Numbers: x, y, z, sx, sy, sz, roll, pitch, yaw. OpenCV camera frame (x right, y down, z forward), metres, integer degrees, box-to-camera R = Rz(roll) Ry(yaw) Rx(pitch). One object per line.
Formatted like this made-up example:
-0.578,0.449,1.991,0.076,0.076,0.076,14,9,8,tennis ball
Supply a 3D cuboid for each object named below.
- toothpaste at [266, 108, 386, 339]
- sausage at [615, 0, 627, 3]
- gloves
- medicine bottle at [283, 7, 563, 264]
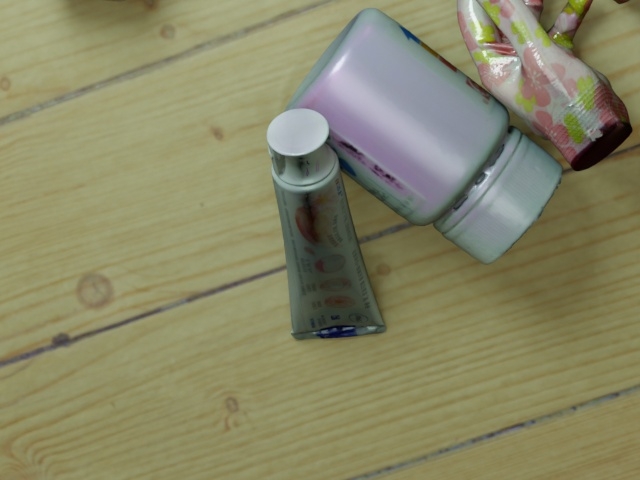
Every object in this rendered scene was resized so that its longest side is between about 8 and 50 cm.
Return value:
0.000,0.000,1.956,0.100,0.066,0.323,-6,140,4,toothpaste
0.325,-0.297,1.905,0.062,0.062,0.154,44,106,-9,sausage
0.203,-0.187,1.912,0.241,0.145,0.126,52,135,15,gloves
0.101,-0.099,1.936,0.254,0.152,0.152,38,106,-8,medicine bottle
